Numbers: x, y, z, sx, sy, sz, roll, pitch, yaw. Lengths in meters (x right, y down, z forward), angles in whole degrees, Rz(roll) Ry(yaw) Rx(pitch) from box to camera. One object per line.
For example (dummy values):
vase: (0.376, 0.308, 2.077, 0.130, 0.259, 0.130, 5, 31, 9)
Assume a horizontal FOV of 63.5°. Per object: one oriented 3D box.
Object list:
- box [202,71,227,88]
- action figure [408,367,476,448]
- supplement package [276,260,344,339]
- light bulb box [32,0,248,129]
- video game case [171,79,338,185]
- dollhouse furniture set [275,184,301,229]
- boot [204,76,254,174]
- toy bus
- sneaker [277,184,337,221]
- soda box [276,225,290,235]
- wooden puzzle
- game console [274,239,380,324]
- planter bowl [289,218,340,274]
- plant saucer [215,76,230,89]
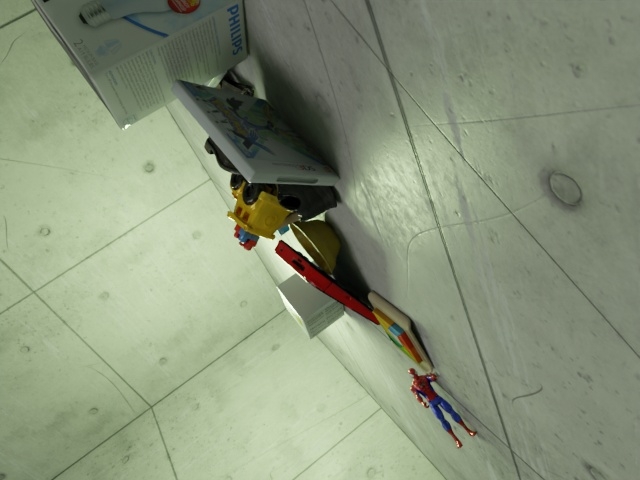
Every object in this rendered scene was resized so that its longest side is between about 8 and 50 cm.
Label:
box: (-0.328, -0.515, 1.476, 0.186, 0.038, 0.145, -3, 106, 64)
action figure: (0.377, 0.519, 1.638, 0.280, 0.092, 0.139, 50, 174, 15)
supplement package: (-0.036, 0.260, 2.232, 0.199, 0.198, 0.262, 49, 167, 25)
light bulb box: (-0.414, -0.518, 1.174, 0.357, 0.361, 0.225, 52, 166, 10)
video game case: (-0.146, -0.248, 1.218, 0.329, 0.036, 0.300, 49, -151, 24)
dollhouse furniture set: (-0.116, -0.128, 1.618, 0.123, 0.144, 0.151, 59, -157, -17)
boot: (-0.235, -0.324, 1.460, 0.263, 0.091, 0.228, 39, 119, 32)
toy bus: (-0.208, -0.087, 1.559, 0.150, 0.211, 0.220, 19, -166, -44)
sneaker: (-0.078, -0.156, 1.434, 0.286, 0.130, 0.109, 45, 166, 43)
soda box: (-0.195, -0.124, 2.107, 0.071, 0.067, 0.210, 34, 156, 59)
wooden puzzle: (0.244, 0.293, 1.629, 0.221, 0.044, 0.238, 37, 158, 56)
game console: (0.022, 0.139, 1.824, 0.342, 0.060, 0.387, 33, -179, -31)
planter bowl: (0.000, 0.000, 1.641, 0.217, 0.090, 0.217, 50, 170, 13)
plant saucer: (-0.281, -0.420, 1.677, 0.310, 0.050, 0.310, 51, 167, 17)
